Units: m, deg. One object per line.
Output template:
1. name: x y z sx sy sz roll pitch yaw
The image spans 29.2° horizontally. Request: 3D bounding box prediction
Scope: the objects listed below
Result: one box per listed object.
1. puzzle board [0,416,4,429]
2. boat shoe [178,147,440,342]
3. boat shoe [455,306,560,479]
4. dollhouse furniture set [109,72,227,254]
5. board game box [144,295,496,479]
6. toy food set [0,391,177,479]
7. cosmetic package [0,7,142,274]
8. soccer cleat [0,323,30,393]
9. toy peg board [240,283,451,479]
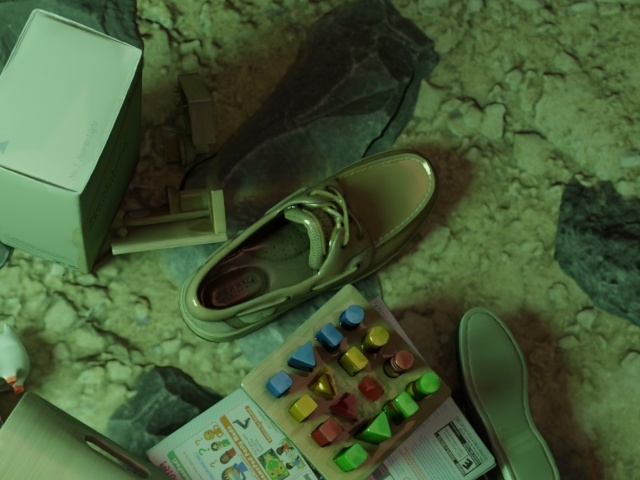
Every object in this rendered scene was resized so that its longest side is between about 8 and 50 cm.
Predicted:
1. puzzle board: -0.378 0.197 1.269 0.096 0.011 0.128 -20 119 -13
2. boat shoe: 0.000 0.000 1.366 0.341 0.110 0.121 -35 83 -15
3. boat shoe: 0.194 0.189 1.369 0.081 0.069 0.227 -12 77 -23
4. dollhouse furniture set: -0.178 -0.087 1.346 0.123 0.144 0.151 -8 113 -10
5. board game box: -0.002 0.237 1.314 0.303 0.097 0.224 -32 82 -16
6. toy food set: -0.278 0.332 1.195 0.220 0.092 0.306 34 85 -7
7. cosmetic package: -0.259 -0.087 1.246 0.113 0.309 0.160 21 74 -4
8. soccer cleat: -0.405 0.147 1.296 0.196 0.068 0.076 -17 63 -13
9. toy peg board: 0.032 0.146 1.253 0.161 0.079 0.160 -42 85 -17
